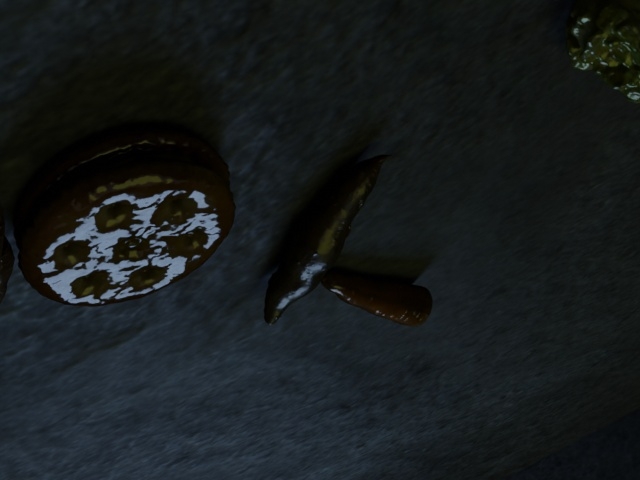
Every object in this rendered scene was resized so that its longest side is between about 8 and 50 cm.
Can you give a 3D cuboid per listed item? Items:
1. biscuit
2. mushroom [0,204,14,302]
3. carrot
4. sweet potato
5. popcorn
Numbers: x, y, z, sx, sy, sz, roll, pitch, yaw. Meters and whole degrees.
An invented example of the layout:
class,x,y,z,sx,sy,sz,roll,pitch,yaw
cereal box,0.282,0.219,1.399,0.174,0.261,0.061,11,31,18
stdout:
class,x,y,z,sx,sy,sz,roll,pitch,yaw
biscuit,-0.188,-0.018,0.977,0.221,0.066,0.220,-19,150,-12
mushroom,-0.334,0.026,0.900,0.170,0.080,0.135,-44,160,21
carrot,0.070,0.072,1.361,0.061,0.061,0.210,-44,143,24
sweet potato,0.000,0.000,1.174,0.067,0.067,0.273,0,137,-41
popcorn,0.331,-0.220,1.073,0.145,0.126,0.125,18,115,-19
